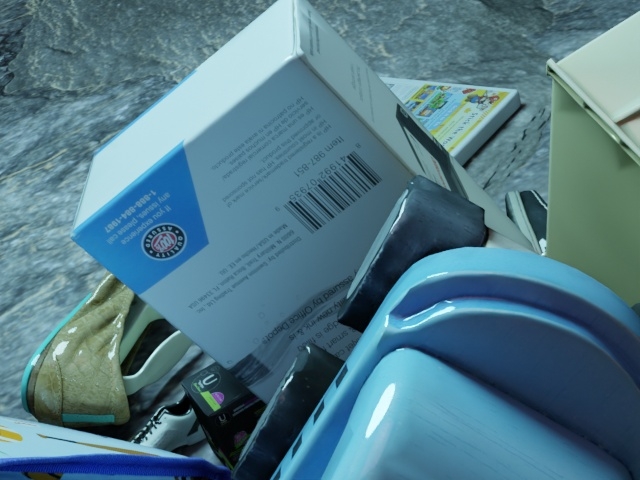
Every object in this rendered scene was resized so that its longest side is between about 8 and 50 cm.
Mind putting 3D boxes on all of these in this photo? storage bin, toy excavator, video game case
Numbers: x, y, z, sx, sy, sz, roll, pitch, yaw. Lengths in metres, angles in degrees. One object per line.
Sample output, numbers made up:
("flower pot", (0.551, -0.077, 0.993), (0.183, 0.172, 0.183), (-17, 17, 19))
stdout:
("storage bin", (0.273, 0.006, 0.841), (0.123, 0.262, 0.260), (-31, 59, -11))
("toy excavator", (0.027, 0.228, 0.672), (0.222, 0.433, 0.445), (30, 23, -1))
("video game case", (0.083, -0.114, 1.408), (0.206, 0.026, 0.227), (12, 42, 39))

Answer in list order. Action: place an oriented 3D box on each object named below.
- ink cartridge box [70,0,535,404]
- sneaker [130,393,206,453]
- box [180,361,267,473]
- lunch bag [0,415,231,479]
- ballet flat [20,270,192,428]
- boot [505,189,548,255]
("ink cartridge box", (0.000, 0.000, 0.966), (0.223, 0.307, 0.129), (-37, 27, 20))
("sneaker", (-0.144, 0.170, 1.084), (0.109, 0.043, 0.040), (-34, 37, -19))
("box", (-0.071, 0.149, 1.039), (0.052, 0.083, 0.062), (-29, 34, -16))
("lunch bag", (-0.296, 0.217, 0.773), (0.328, 0.385, 0.238), (0, 77, 26))
("ballet flat", (-0.169, 0.056, 1.221), (0.124, 0.116, 0.342), (12, 40, 9))
("boot", (0.267, 0.021, 1.060), (0.179, 0.085, 0.236), (-17, 39, -1))
